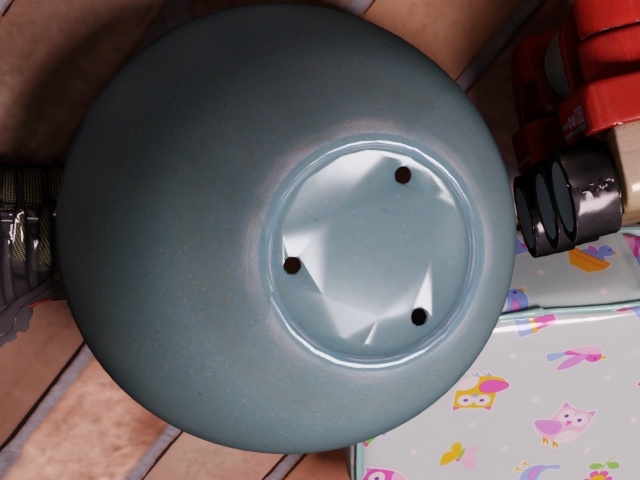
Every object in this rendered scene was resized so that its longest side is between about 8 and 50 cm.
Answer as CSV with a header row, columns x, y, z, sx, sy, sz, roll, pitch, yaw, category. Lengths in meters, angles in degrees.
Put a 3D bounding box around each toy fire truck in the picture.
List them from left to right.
x,y,z,sx,sy,sz,roll,pitch,yaw,category
0.154,-0.121,1.093,0.158,0.217,0.246,-12,86,-3,toy fire truck

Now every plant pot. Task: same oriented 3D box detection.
x,y,z,sx,sy,sz,roll,pitch,yaw,category
0.000,0.000,1.038,0.290,0.195,0.290,-2,95,-17,plant pot

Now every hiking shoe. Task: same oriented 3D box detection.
x,y,z,sx,sy,sz,roll,pitch,yaw,category
-0.189,-0.014,1.135,0.227,0.086,0.114,-34,128,13,hiking shoe

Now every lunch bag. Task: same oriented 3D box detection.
x,y,z,sx,sy,sz,roll,pitch,yaw,category
0.139,0.104,1.284,0.279,0.108,0.224,-6,129,-8,lunch bag
